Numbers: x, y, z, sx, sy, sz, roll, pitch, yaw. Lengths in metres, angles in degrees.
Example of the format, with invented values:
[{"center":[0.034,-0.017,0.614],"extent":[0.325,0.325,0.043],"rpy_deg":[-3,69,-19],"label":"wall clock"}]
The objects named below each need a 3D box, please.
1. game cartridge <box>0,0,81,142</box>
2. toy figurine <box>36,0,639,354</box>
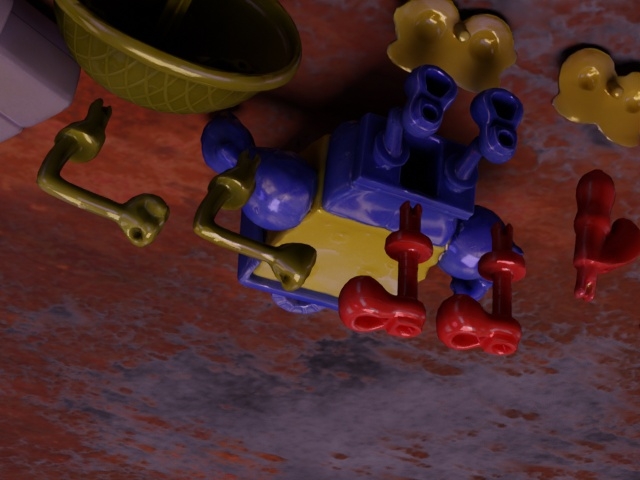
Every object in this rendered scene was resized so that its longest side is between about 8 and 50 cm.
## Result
[{"center":[-0.309,-0.133,0.627],"extent":[0.230,0.068,0.355],"rpy_deg":[-25,139,26],"label":"game cartridge"},{"center":[0.000,0.000,0.723],"extent":[0.363,0.191,0.217],"rpy_deg":[15,148,-20],"label":"toy figurine"}]
